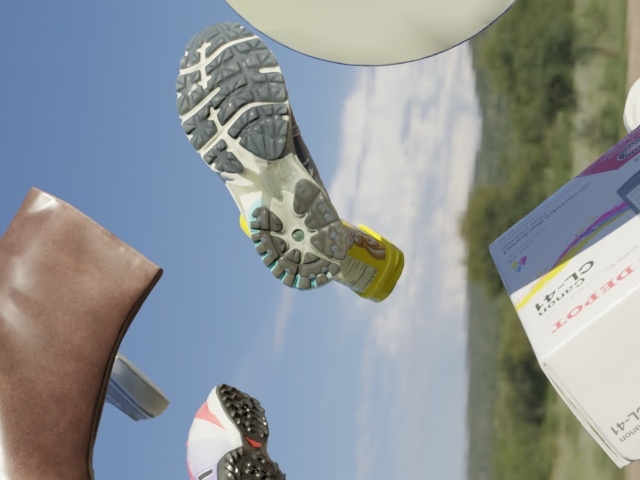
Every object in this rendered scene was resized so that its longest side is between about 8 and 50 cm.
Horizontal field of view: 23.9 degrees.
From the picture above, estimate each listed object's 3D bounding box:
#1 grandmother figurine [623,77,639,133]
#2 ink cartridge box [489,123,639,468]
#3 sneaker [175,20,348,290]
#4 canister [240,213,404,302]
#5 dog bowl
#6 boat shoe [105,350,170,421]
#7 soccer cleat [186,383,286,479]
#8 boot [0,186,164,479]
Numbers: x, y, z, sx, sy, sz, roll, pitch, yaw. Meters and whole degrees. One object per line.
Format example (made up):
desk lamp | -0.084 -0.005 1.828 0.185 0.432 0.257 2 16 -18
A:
grandmother figurine | 0.522 -0.183 1.778 0.208 0.342 0.104 88 168 -66
ink cartridge box | 0.284 0.027 1.312 0.131 0.226 0.306 49 -170 -13
sneaker | -0.060 -0.079 1.509 0.122 0.110 0.283 47 -159 -85
canister | 0.000 0.000 1.793 0.073 0.170 0.126 -61 28 6
dog bowl | 0.035 -0.259 1.054 0.104 0.265 0.265 -85 -5 -59
boat shoe | -0.223 0.111 1.309 0.081 0.227 0.079 -55 -37 -9
soccer cleat | -0.119 0.313 1.997 0.116 0.108 0.318 -54 23 16
boot | -0.176 0.100 1.072 0.207 0.248 0.090 -52 -14 -10
